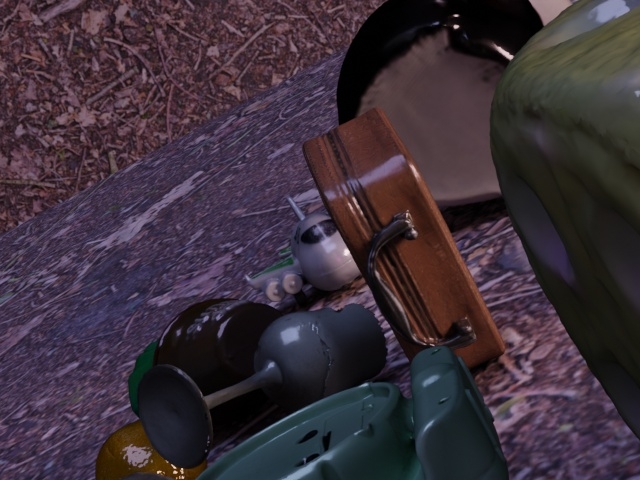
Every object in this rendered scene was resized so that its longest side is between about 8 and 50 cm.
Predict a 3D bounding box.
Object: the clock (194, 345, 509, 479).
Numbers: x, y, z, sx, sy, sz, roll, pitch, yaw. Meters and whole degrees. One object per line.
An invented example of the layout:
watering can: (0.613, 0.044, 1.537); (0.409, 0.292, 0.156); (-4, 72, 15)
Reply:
clock: (-0.007, 0.135, 0.613); (0.211, 0.066, 0.159); (-28, 4, 5)

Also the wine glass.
wine glass: (-0.036, 0.101, 0.866); (0.079, 0.079, 0.196); (-15, 2, 44)

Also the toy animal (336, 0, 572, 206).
toy animal: (0.154, -0.173, 1.189); (0.251, 0.251, 0.310); (-23, 23, 25)

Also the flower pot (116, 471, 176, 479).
flower pot: (-0.012, 0.189, 0.452); (0.141, 0.235, 0.235); (-16, 4, -38)

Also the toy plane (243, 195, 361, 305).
toy plane: (0.002, 0.003, 1.195); (0.174, 0.080, 0.174); (-27, 18, 10)

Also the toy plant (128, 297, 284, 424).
toy plant: (-0.093, 0.106, 1.013); (0.143, 0.105, 0.200); (-31, 2, -33)

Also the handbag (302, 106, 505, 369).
handbag: (0.063, 0.010, 0.855); (0.072, 0.193, 0.151); (-26, 24, 3)

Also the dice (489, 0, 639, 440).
dice: (0.238, -0.018, 0.504); (0.254, 0.252, 0.250); (-33, 17, -6)

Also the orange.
orange: (-0.126, 0.177, 0.880); (0.085, 0.085, 0.095); (-34, 24, -14)
